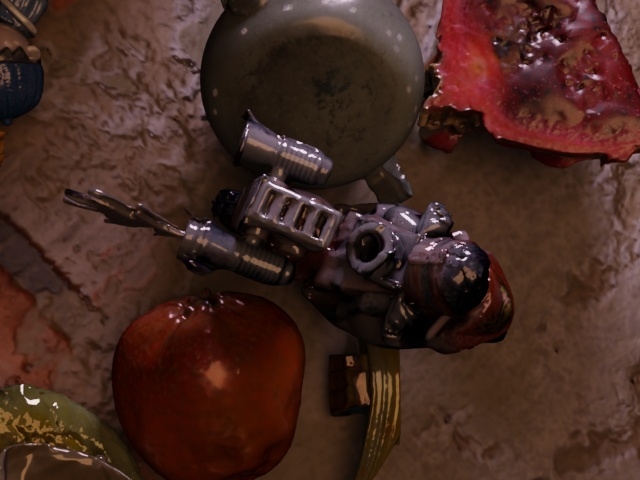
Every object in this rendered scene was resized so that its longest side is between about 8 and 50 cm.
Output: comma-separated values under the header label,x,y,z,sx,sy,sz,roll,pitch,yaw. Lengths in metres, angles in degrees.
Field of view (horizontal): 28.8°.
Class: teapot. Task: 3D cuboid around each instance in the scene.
label,x,y,z,sx,sy,sz,roll,pitch,yaw
teapot,-0.007,-0.142,1.081,0.193,0.129,0.294,-32,119,15

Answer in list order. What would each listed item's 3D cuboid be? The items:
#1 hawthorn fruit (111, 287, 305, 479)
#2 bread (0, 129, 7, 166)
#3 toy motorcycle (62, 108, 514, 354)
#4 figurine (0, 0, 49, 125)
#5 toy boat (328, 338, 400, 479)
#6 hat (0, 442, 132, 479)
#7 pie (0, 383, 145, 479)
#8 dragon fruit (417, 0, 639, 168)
label,x,y,z,sx,sy,sz,roll,pitch,yaw
hawthorn fruit,-0.076,0.178,1.064,0.165,0.165,0.285,-22,116,-18
bread,-0.325,-0.030,0.973,0.149,0.158,0.143,10,78,-15
toy motorcycle,0.000,0.000,1.003,0.401,0.207,0.134,25,83,-13
figurine,-0.267,-0.173,1.050,0.087,0.086,0.149,41,56,-52
toy boat,0.040,0.144,1.121,0.066,0.065,0.172,-1,82,0
hat,-0.214,0.266,0.962,0.166,0.144,0.173,29,118,-2
pie,-0.260,0.259,1.016,0.277,0.078,0.277,3,79,-17
dragon fruit,0.176,-0.155,1.164,0.211,0.134,0.262,-21,76,-6
